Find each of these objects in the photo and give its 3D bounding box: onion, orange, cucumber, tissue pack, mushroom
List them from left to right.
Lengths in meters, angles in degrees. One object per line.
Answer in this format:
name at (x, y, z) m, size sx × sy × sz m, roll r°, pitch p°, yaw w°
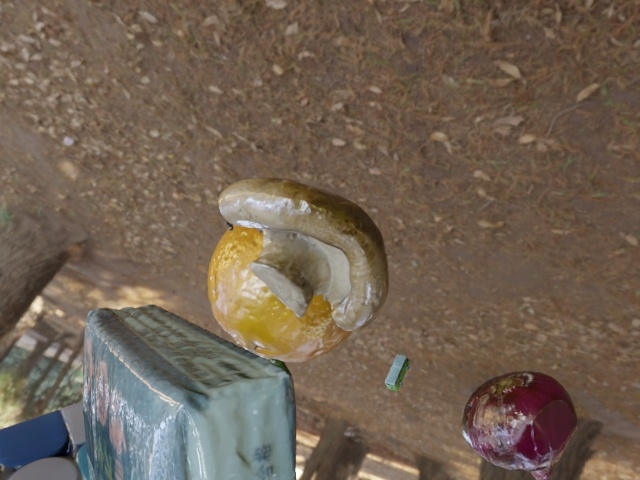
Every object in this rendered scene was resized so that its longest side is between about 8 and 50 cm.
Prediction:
tissue pack at (-0.131, 0.191, 0.483) m, size 0.103 × 0.227 × 0.316 m, roll -6°, pitch -173°, yaw -32°
cucumber at (-0.133, 0.316, 1.483) m, size 0.227 × 0.069 × 0.069 m, roll 46°, pitch 174°, yaw 36°
orange at (-0.072, 0.098, 1.163) m, size 0.341 × 0.293 × 0.340 m, roll 31°, pitch 169°, yaw 7°
mushroom at (0.000, 0.000, 0.781) m, size 0.286 × 0.156 × 0.151 m, roll 44°, pitch 134°, yaw -12°
onion at (0.372, 0.350, 0.999) m, size 0.218 × 0.195 × 0.140 m, roll 66°, pitch 163°, yaw -6°

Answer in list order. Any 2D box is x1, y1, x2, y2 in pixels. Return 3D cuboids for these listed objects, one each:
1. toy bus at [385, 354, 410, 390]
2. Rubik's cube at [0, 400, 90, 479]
toy bus at (0.181, 0.307, 1.310) m, size 0.031 × 0.083 × 0.037 m, roll 5°, pitch 141°, yaw 37°
Rubik's cube at (-0.430, 0.521, 0.929) m, size 0.347 × 0.347 × 0.344 m, roll 32°, pitch 127°, yaw 47°
